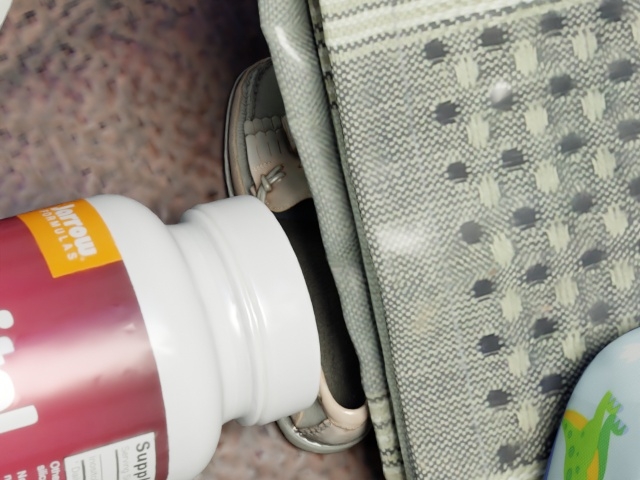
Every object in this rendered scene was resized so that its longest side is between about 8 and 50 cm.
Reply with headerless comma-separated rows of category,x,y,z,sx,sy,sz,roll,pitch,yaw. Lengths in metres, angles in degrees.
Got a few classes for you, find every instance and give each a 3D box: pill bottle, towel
pill bottle,-0.082,0.036,0.534,0.152,0.086,0.086,-16,80,-19
towel,0.149,-0.040,0.567,0.324,0.056,0.312,-16,111,-12

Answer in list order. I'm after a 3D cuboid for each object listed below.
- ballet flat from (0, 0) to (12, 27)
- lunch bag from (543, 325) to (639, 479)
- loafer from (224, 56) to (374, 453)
ballet flat,-0.279,-0.112,0.508,0.400,0.139,0.139,21,71,-10
lunch bag,0.163,0.120,0.544,0.219,0.090,0.176,8,107,-18
loafer,0.000,0.000,0.591,0.045,0.039,0.125,-5,77,-16
